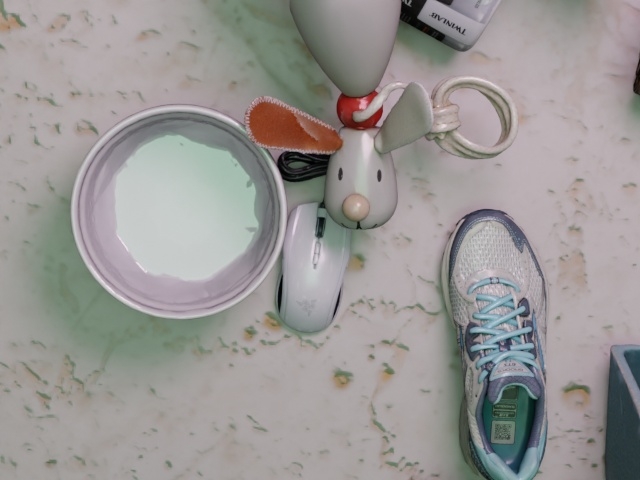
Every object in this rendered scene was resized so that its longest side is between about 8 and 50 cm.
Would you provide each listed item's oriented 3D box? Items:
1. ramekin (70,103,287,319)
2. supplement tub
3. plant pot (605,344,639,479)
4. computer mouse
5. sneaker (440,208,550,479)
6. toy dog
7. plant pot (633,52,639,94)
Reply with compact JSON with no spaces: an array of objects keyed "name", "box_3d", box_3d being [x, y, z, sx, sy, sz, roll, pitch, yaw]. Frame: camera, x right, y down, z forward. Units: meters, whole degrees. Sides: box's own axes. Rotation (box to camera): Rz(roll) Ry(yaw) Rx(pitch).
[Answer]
[{"name":"ramekin","box_3d":[-0.136,-0.031,1.556,0.207,0.109,0.207,0,95,-2]},{"name":"supplement tub","box_3d":[0.087,-0.274,1.539,0.190,0.117,0.117,28,93,-4]},{"name":"plant pot","box_3d":[0.403,0.272,1.538,0.248,0.247,0.252,4,110,-2]},{"name":"computer mouse","box_3d":[0.000,0.000,1.596,0.106,0.042,0.193,7,94,-3]},{"name":"sneaker","box_3d":[0.187,0.109,1.570,0.110,0.122,0.283,-8,95,-2]},{"name":"toy dog","box_3d":[0.030,-0.160,1.444,0.220,0.161,0.333,-21,108,17]},{"name":"plant pot","box_3d":[0.399,-0.180,1.541,0.165,0.167,0.167,16,94,4]}]
